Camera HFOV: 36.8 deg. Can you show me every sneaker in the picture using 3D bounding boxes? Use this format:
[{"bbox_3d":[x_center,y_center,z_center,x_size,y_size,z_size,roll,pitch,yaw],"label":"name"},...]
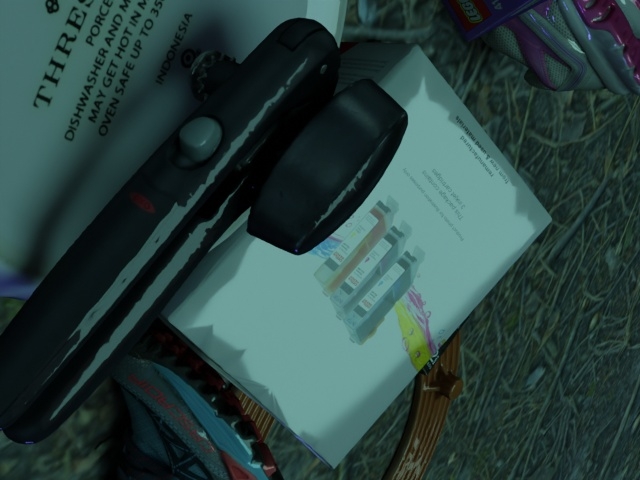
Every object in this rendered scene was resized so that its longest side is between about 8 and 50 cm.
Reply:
[{"bbox_3d":[-0.079,0.169,0.574,0.125,0.104,0.262,-30,120,-13],"label":"sneaker"},{"bbox_3d":[0.141,-0.192,0.668,0.252,0.111,0.103,53,50,-26],"label":"sneaker"}]

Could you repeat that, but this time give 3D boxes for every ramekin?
[{"bbox_3d":[-0.101,-0.100,0.376,0.273,0.127,0.273,-31,133,-41],"label":"ramekin"}]

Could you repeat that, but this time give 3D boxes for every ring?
[{"bbox_3d":[0.023,0.168,0.775,0.336,0.032,0.337,-30,132,-40],"label":"ring"}]

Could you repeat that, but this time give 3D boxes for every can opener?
[{"bbox_3d":[-0.052,-0.005,0.337,0.186,0.073,0.059,-45,149,-14],"label":"can opener"}]

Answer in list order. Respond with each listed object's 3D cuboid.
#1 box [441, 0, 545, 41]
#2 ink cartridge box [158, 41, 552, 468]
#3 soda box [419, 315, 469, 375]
[{"bbox_3d":[0.133,-0.255,0.563,0.293,0.057,0.201,-32,93,-39],"label":"box"},{"bbox_3d":[0.000,0.000,0.511,0.176,0.128,0.127,-47,116,-8],"label":"ink cartridge box"},{"bbox_3d":[0.038,0.014,0.657,0.060,0.053,0.169,-50,129,-22],"label":"soda box"}]
